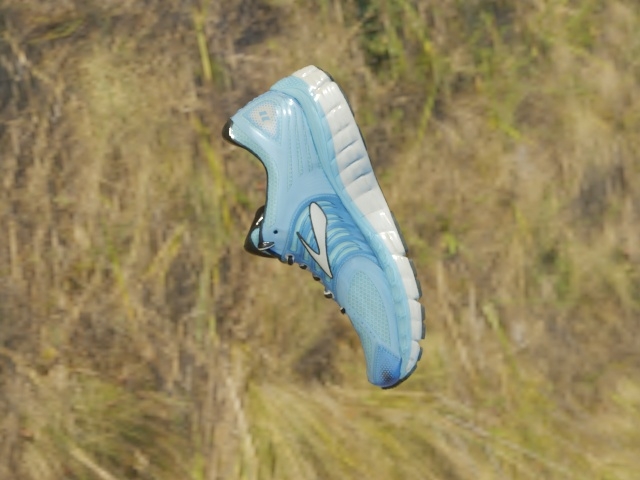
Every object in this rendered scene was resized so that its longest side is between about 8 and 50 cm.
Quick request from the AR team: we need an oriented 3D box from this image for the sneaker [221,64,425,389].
[{"bbox_3d":[0.000,0.000,0.716,0.073,0.063,0.162,-23,93,-4],"label":"sneaker"}]
